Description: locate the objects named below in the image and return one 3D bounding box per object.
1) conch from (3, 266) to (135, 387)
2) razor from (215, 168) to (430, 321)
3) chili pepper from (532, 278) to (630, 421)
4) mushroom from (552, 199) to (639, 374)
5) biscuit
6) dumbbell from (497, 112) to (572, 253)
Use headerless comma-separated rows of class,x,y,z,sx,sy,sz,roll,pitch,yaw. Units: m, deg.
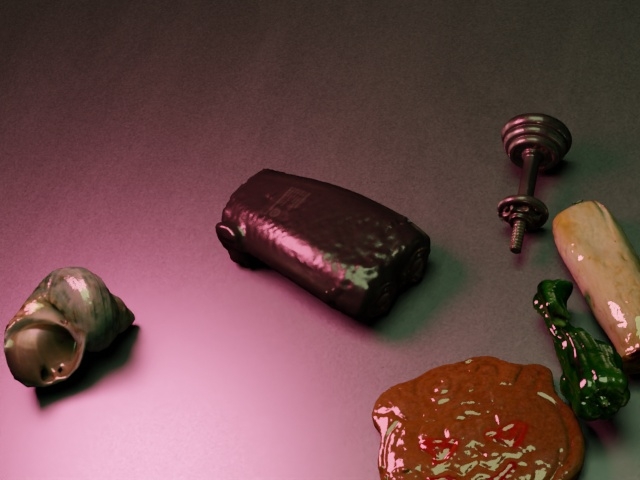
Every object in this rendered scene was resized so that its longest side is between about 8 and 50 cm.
conch,-0.386,0.129,2.008,0.188,0.122,0.176,-17,67,4
razor,-0.002,-0.003,2.019,0.327,0.107,0.189,25,59,34
chili pepper,0.348,0.148,1.774,0.083,0.099,0.253,-12,36,-3
mushroom,0.414,0.062,1.852,0.100,0.081,0.312,-17,45,1
biscuit,0.208,0.263,1.755,0.273,0.049,0.257,-12,46,4
dumbbell,0.317,-0.089,2.008,0.110,0.110,0.254,3,55,20
